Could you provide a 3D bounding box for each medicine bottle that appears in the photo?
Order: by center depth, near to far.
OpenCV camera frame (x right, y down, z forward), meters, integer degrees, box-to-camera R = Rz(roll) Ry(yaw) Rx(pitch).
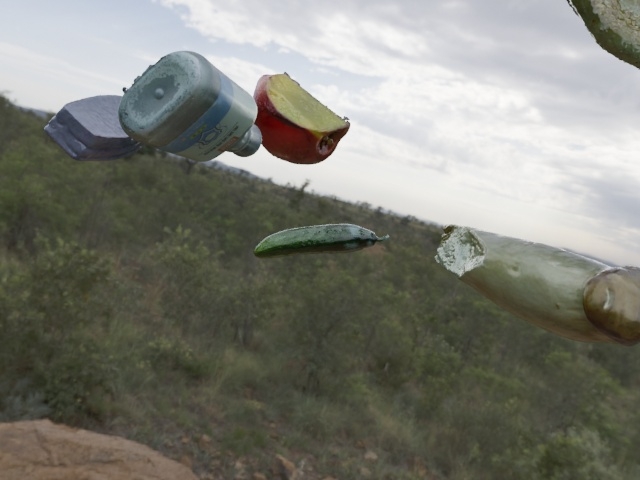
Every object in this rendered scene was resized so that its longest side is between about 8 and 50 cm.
[{"bbox_3d":[-0.107,-0.116,0.515,0.053,0.090,0.208,51,9,7],"label":"medicine bottle"}]

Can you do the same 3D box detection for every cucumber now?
[{"bbox_3d":[0.000,0.000,0.984,0.251,0.055,0.056,-5,3,3],"label":"cucumber"}]

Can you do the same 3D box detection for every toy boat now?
[{"bbox_3d":[-0.427,-0.234,1.096,0.127,0.078,0.283,41,25,-2],"label":"toy boat"}]

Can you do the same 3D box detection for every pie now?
[{"bbox_3d":[0.493,-0.399,0.841,0.324,0.322,0.070,15,-18,-15],"label":"pie"}]

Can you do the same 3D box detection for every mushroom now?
[{"bbox_3d":[0.222,0.036,0.611,0.107,0.087,0.333,10,9,-26],"label":"mushroom"}]

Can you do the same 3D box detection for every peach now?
[{"bbox_3d":[-0.086,-0.284,1.281,0.267,0.158,0.154,42,42,11],"label":"peach"}]
